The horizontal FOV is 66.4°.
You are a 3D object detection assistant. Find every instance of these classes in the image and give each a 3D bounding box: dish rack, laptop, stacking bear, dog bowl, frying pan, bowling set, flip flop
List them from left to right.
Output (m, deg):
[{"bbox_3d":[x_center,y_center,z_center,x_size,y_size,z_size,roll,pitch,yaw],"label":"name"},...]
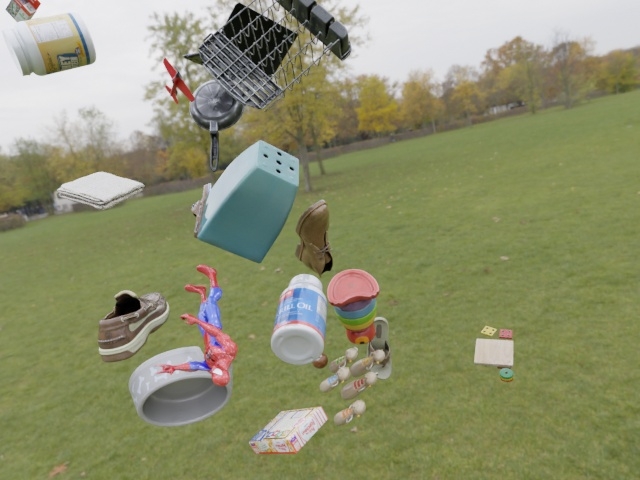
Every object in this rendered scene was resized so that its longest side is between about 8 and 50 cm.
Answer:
[{"bbox_3d":[-0.457,0.503,1.646,0.349,0.348,0.102,-14,47,-11],"label":"dog bowl"},{"bbox_3d":[-0.387,-0.418,1.691,0.197,0.326,0.053,22,-11,8],"label":"frying pan"},{"bbox_3d":[-0.251,-0.605,1.524,0.234,0.136,0.264,8,4,-45],"label":"laptop"},{"bbox_3d":[-0.093,-0.384,0.976,0.271,0.208,0.074,-45,-8,-10],"label":"dish rack"},{"bbox_3d":[0.077,0.424,1.570,0.154,0.200,0.287,-43,12,33],"label":"bowling set"},{"bbox_3d":[0.131,0.260,1.754,0.176,0.288,0.164,-13,36,0],"label":"stacking bear"},{"bbox_3d":[0.258,0.467,2.100,0.112,0.276,0.080,-1,7,-8],"label":"flip flop"}]

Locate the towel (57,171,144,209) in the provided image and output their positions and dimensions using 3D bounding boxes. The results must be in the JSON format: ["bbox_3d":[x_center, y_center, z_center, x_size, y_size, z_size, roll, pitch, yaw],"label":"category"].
[{"bbox_3d":[-0.788,-0.182,1.769,0.187,0.049,0.282,17,22,5],"label":"towel"}]

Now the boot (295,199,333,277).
[{"bbox_3d":[0.000,0.000,1.376,0.112,0.115,0.305,-31,-24,-20],"label":"boot"}]

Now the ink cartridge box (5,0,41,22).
[{"bbox_3d":[-0.892,-0.701,1.468,0.115,0.063,0.029,-19,30,39],"label":"ink cartridge box"}]

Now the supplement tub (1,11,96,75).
[{"bbox_3d":[-0.753,-0.545,1.366,0.200,0.144,0.144,-27,17,-27],"label":"supplement tub"}]

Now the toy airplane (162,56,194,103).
[{"bbox_3d":[-0.433,-0.465,1.458,0.028,0.151,0.151,-37,21,-25],"label":"toy airplane"}]

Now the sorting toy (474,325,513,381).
[{"bbox_3d":[0.645,0.422,1.817,0.132,0.046,0.274,-1,30,22],"label":"sorting toy"}]

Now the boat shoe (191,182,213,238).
[{"bbox_3d":[-0.364,-0.092,1.516,0.066,0.183,0.066,-2,-20,3],"label":"boat shoe"}]

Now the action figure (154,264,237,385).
[{"bbox_3d":[-0.243,0.159,0.932,0.139,0.091,0.280,15,29,-36],"label":"action figure"}]

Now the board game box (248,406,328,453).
[{"bbox_3d":[-0.092,0.538,1.385,0.194,0.045,0.147,-26,4,45],"label":"board game box"}]

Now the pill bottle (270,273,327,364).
[{"bbox_3d":[-0.047,0.183,1.197,0.124,0.124,0.221,-10,31,9],"label":"pill bottle"}]

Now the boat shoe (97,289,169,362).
[{"bbox_3d":[-0.370,0.142,0.982,0.095,0.095,0.257,-12,14,-2],"label":"boat shoe"}]

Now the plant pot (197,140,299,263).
[{"bbox_3d":[-0.152,-0.100,1.140,0.234,0.166,0.165,-48,29,35],"label":"plant pot"}]
